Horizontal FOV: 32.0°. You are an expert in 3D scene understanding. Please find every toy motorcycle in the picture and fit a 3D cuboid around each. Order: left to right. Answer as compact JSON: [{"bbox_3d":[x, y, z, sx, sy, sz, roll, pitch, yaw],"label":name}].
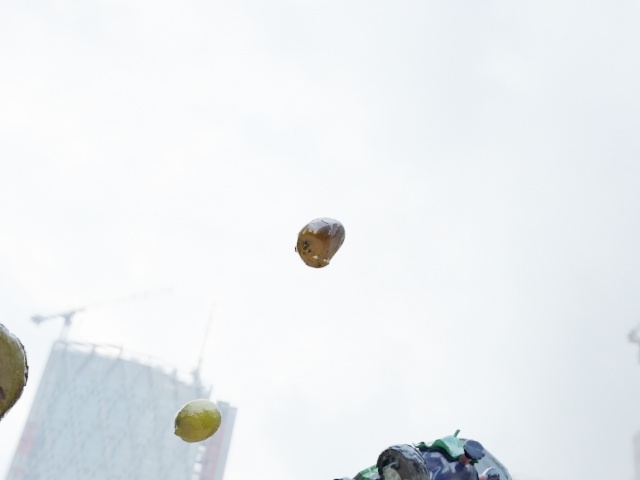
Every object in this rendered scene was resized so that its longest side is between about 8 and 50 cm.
[{"bbox_3d":[0.056,0.274,1.088,0.074,0.106,0.190,-15,-24,-42],"label":"toy motorcycle"}]

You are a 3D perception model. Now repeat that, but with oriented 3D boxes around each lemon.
[{"bbox_3d":[-0.243,0.355,2.186,0.082,0.111,0.082,14,-69,38],"label":"lemon"}]

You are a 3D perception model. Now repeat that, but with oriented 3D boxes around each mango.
[{"bbox_3d":[0.000,0.000,1.849,0.063,0.127,0.077,2,-68,30],"label":"mango"}]

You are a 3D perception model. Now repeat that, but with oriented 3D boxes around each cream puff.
[{"bbox_3d":[-0.376,0.133,1.140,0.084,0.149,0.149,0,-36,47],"label":"cream puff"}]

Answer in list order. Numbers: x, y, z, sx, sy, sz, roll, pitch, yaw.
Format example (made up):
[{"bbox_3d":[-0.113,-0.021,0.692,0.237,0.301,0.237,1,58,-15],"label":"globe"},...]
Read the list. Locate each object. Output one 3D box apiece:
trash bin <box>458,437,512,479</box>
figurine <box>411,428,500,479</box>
[{"bbox_3d":[0.242,0.497,1.923,0.219,0.220,0.250,-24,-57,-22],"label":"trash bin"},{"bbox_3d":[0.134,0.326,1.392,0.102,0.195,0.111,31,-7,31],"label":"figurine"}]
